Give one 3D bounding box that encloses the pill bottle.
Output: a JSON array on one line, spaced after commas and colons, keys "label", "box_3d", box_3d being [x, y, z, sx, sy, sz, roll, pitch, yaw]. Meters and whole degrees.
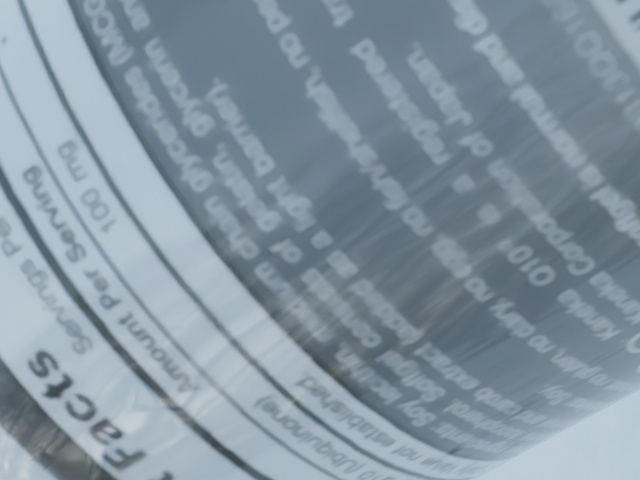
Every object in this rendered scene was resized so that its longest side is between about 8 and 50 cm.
[{"label": "pill bottle", "box_3d": [-0.002, -0.038, 0.440, 0.363, 0.210, 0.210, -32, 87, 24]}]
